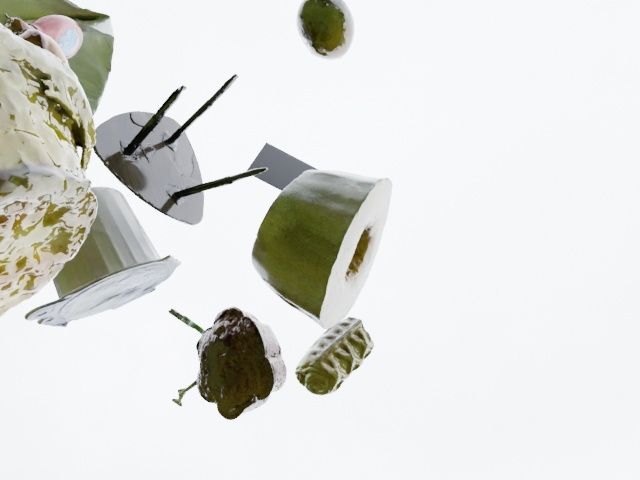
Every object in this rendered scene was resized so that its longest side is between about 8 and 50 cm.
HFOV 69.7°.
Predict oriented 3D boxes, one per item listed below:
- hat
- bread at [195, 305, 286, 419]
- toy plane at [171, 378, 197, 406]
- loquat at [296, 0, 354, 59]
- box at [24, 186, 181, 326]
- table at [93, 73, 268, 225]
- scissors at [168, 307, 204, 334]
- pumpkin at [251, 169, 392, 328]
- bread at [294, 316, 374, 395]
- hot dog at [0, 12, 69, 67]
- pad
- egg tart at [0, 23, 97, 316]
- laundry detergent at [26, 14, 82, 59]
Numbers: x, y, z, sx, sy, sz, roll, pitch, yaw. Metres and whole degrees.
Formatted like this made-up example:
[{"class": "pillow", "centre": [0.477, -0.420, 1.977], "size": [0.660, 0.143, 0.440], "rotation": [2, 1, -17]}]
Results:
[{"class": "hat", "centre": [-0.604, -0.395, 0.976], "size": [0.301, 0.168, 0.257], "rotation": [24, -99, -34]}, {"class": "bread", "centre": [-0.198, 0.286, 1.090], "size": [0.232, 0.135, 0.246], "rotation": [-37, -118, 17]}, {"class": "toy plane", "centre": [-0.411, 0.485, 1.669], "size": [0.286, 0.108, 0.092], "rotation": [-35, -43, -5]}, {"class": "loquat", "centre": [0.017, -0.536, 1.168], "size": [0.152, 0.195, 0.152], "rotation": [-4, -112, 9]}, {"class": "box", "centre": [-0.466, 0.026, 0.916], "size": [0.262, 0.291, 0.206], "rotation": [-38, -103, 38]}, {"class": "table", "centre": [-0.301, -0.233, 1.039], "size": [0.249, 0.317, 0.317], "rotation": [-26, -78, 26]}, {"class": "scissors", "centre": [-0.487, 0.299, 1.689], "size": [0.204, 0.027, 0.101], "rotation": [23, -26, 32]}, {"class": "pumpkin", "centre": [0.000, 0.000, 0.961], "size": [0.199, 0.332, 0.332], "rotation": [21, -66, 15]}, {"class": "bread", "centre": [0.039, 0.347, 1.365], "size": [0.152, 0.268, 0.129], "rotation": [13, -58, 35]}, {"class": "hot dog", "centre": [-0.381, -0.113, 0.589], "size": [0.135, 0.100, 0.337], "rotation": [5, -84, 3]}, {"class": "pad", "centre": [-0.097, -0.214, 1.484], "size": [0.246, 0.170, 0.006], "rotation": [27, -39, -4]}, {"class": "egg tart", "centre": [-0.264, -0.018, 0.327], "size": [0.123, 0.294, 0.294], "rotation": [38, -65, 4]}, {"class": "laundry detergent", "centre": [-0.494, -0.363, 0.831], "size": [0.049, 0.165, 0.097], "rotation": [33, -74, -14]}]
